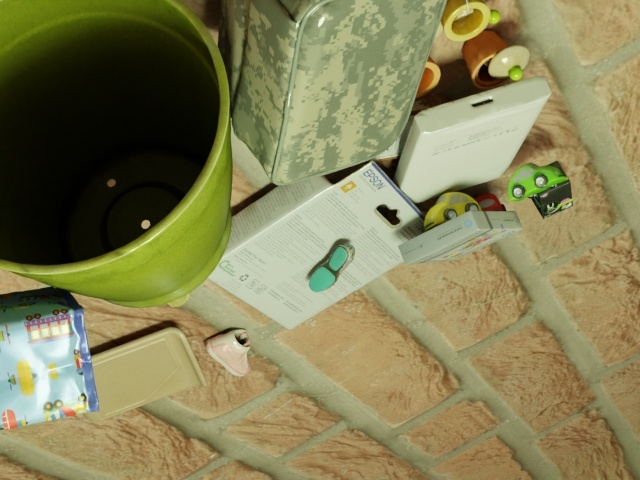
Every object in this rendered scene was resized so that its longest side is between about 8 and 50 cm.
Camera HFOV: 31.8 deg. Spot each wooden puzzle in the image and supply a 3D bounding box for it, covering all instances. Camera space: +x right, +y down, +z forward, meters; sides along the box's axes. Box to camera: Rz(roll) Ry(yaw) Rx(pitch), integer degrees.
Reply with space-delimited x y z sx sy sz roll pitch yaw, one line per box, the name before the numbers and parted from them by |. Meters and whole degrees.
wooden puzzle | -0.339 0.237 2.016 0.238 0.044 0.221 -16 147 -3

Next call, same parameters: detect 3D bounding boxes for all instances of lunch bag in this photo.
lunch bag | -0.017 -0.261 1.302 0.212 0.256 0.305 -22 148 -27
lunch bag | -0.413 0.119 1.390 0.220 0.293 0.138 -11 109 -17

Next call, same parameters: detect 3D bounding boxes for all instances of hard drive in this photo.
hard drive | 0.221 -0.144 1.732 0.203 0.040 0.307 -17 164 -9

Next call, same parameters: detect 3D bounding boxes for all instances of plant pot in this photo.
plant pot | -0.257 -0.079 1.385 0.366 0.367 0.353 -23 159 -1

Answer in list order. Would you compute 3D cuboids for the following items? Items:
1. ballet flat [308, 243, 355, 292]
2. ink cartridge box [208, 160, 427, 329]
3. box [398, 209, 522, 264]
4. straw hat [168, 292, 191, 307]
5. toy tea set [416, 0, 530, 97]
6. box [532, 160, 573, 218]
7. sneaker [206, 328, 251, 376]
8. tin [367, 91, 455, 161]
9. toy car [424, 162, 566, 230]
ballet flat | 0.023 0.044 1.839 0.041 0.041 0.114 5 140 -36
ink cartridge box | 0.000 0.000 1.854 0.330 0.071 0.324 -33 148 11
box | 0.234 -0.006 1.864 0.145 0.038 0.186 -27 168 29
straw hat | -0.239 0.073 1.822 0.144 0.061 0.144 -16 146 -11
toy tea set | 0.149 -0.248 1.548 0.336 0.124 0.200 -11 145 -18
box | 0.408 -0.089 1.993 0.062 0.052 0.083 -25 146 1
sneaker | -0.148 0.206 2.071 0.070 0.051 0.134 -27 143 15
tin | 0.128 -0.173 1.725 0.189 0.040 0.106 -12 141 -17
toy car | 0.302 -0.079 1.874 0.225 0.053 0.239 -26 168 31
